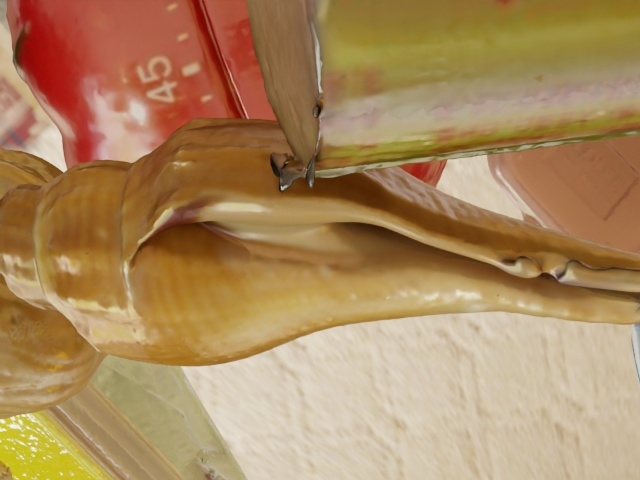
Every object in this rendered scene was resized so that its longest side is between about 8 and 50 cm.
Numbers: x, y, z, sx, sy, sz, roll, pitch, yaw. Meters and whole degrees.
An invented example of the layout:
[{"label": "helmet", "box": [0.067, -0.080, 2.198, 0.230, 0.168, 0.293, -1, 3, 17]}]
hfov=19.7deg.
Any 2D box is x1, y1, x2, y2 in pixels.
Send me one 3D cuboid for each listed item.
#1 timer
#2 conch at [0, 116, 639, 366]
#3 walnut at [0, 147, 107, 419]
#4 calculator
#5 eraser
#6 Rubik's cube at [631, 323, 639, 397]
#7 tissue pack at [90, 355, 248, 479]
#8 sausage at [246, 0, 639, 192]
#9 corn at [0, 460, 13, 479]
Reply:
[{"label": "timer", "box": [-0.058, -0.146, 1.298, 0.279, 0.378, 0.378, -17, 73, 8]}, {"label": "conch", "box": [0.001, -0.003, 0.737, 0.330, 0.109, 0.093, -1, 35, 9]}, {"label": "walnut", "box": [-0.180, 0.017, 0.987, 0.167, 0.149, 0.166, 13, 39, -11]}, {"label": "calculator", "box": [0.304, -0.120, 1.822, 0.220, 0.048, 0.329, 44, 72, -12]}, {"label": "eraser", "box": [-0.221, 0.164, 1.429, 0.158, 0.226, 0.069, -10, 43, 33]}, {"label": "Rubik's cube", "box": [0.354, 0.166, 1.541, 0.254, 0.254, 0.254, -2, 74, 9]}, {"label": "tissue pack", "box": [-0.290, 0.292, 1.891, 0.405, 0.205, 0.331, -36, 82, 32]}, {"label": "sausage", "box": [0.128, -0.094, 0.661, 0.317, 0.117, 0.125, -6, 88, -7]}, {"label": "corn", "box": [-0.141, 0.090, 0.624, 0.083, 0.027, 0.028, -11, 64, 25]}]
